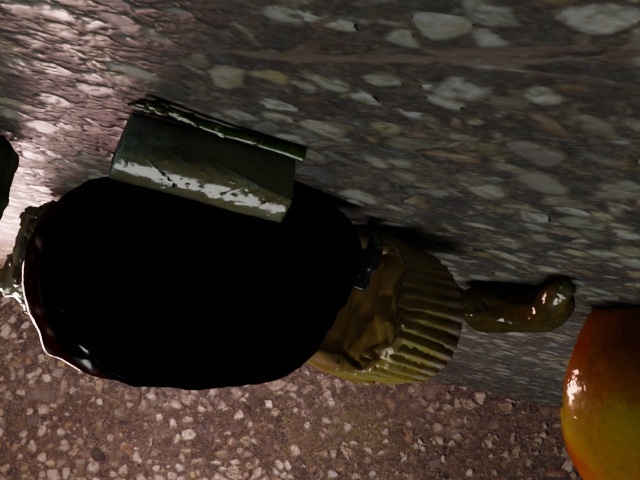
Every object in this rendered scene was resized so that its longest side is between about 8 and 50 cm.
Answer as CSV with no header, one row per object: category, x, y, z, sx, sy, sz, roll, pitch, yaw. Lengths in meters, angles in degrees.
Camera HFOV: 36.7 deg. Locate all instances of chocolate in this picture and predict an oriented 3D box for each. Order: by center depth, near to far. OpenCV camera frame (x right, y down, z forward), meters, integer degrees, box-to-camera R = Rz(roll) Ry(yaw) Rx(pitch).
chocolate,-0.151,0.035,1.023,0.340,0.225,0.210,-2,-177,-32

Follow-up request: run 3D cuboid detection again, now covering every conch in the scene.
conch,-0.366,0.019,1.415,0.245,0.163,0.178,-14,-167,-14

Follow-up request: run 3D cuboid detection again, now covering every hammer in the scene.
hammer,0.000,0.000,1.126,0.021,0.078,0.201,25,175,-41

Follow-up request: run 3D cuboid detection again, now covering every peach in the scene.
peach,0.486,0.251,1.205,0.380,0.306,0.242,14,177,24

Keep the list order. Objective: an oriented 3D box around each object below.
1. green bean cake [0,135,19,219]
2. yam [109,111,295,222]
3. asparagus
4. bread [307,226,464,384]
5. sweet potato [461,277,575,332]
green bean cake,-0.465,-0.090,1.058,0.227,0.125,0.222,7,169,6
yam,-0.106,-0.066,0.879,0.169,0.068,0.068,14,169,-8
asparagus,-0.087,-0.098,0.836,0.162,0.016,0.016,17,-165,-19
bread,0.049,0.082,1.156,0.133,0.179,0.250,17,169,-43
sweet potato,0.260,0.085,1.237,0.081,0.062,0.233,20,165,-23
